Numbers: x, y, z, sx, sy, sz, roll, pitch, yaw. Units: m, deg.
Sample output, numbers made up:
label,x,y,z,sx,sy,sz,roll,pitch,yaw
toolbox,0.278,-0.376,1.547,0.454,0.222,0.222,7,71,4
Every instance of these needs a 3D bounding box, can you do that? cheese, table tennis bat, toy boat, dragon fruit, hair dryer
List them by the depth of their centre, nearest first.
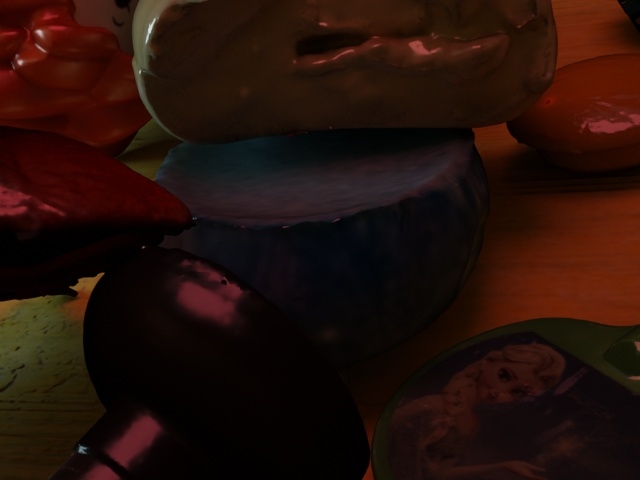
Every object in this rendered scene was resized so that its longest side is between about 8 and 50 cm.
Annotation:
label,x,y,z,sx,sy,sz,roll,pitch,yaw
hair dryer,-0.051,0.186,0.458,0.284,0.155,0.320,22,54,18
table tennis bat,0.143,0.074,0.591,0.257,0.039,0.160,-28,34,-18
dragon fruit,-0.239,-0.009,0.635,0.282,0.100,0.343,-9,-3,-28
toy boat,0.000,0.000,0.739,0.215,0.123,0.330,-5,18,-1
cheese,0.013,-0.133,0.749,0.266,0.127,0.233,-7,16,0

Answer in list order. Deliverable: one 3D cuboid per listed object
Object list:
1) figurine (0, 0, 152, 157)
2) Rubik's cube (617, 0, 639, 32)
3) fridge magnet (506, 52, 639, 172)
label,x,y,z,sx,sy,sz,roll,pitch,yaw
figurine,-0.187,-0.282,0.980,0.241,0.411,0.306,15,22,-31
Rubik's cube,0.301,-0.235,0.987,0.133,0.133,0.112,-19,4,-8
fridge magnet,0.204,-0.093,0.829,0.143,0.063,0.143,-11,27,6
